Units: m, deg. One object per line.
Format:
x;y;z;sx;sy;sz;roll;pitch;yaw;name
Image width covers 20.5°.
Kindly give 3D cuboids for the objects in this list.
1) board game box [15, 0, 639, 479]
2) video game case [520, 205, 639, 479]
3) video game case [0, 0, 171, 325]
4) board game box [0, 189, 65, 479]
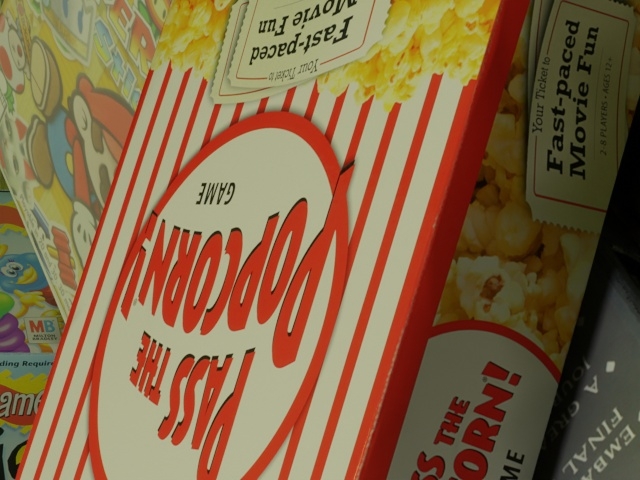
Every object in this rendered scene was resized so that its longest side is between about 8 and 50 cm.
0.000;0.000;0.408;0.147;0.045;0.193;1;72;57;board game box
0.027;0.111;0.362;0.196;0.026;0.274;-53;34;20;video game case
-0.049;-0.002;0.582;0.227;0.026;0.206;66;152;15;video game case
-0.234;0.120;0.993;0.142;0.144;0.275;-113;32;-49;board game box
